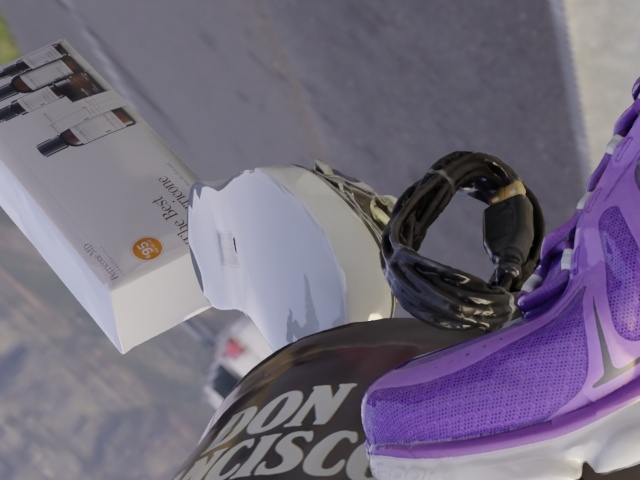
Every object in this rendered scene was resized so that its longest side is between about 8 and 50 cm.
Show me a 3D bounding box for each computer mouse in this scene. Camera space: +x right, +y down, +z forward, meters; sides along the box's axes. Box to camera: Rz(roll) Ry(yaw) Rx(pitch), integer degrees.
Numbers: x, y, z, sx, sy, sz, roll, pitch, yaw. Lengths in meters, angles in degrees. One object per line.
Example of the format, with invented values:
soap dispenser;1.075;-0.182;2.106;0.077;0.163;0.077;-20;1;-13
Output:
computer mouse;0.051;0.041;0.417;0.071;0.041;0.242;22;-147;-16

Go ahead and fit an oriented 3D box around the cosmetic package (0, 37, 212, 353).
cosmetic package;-0.148;-0.036;1.079;0.239;0.099;0.060;44;154;38

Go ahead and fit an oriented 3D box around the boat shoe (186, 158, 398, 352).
boat shoe;0.000;0.000;0.685;0.219;0.070;0.078;-156;57;-72

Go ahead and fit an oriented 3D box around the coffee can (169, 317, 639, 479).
coffee can;-0.004;0.176;0.446;0.201;0.201;0.275;43;-142;-2

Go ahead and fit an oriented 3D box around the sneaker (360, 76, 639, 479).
sneaker;0.076;-0.007;0.350;0.071;0.170;0.068;55;-176;-1
